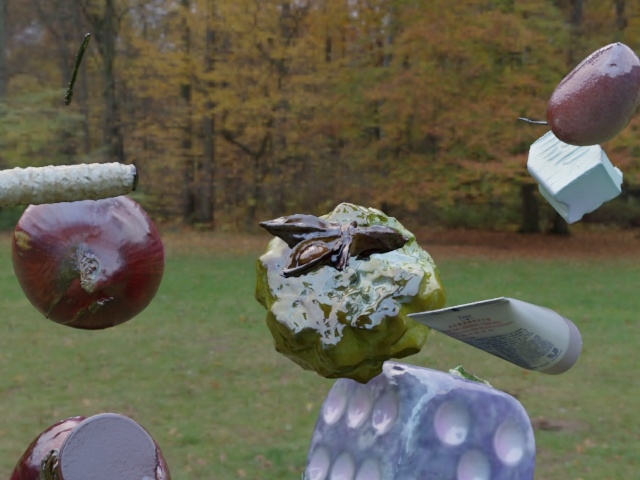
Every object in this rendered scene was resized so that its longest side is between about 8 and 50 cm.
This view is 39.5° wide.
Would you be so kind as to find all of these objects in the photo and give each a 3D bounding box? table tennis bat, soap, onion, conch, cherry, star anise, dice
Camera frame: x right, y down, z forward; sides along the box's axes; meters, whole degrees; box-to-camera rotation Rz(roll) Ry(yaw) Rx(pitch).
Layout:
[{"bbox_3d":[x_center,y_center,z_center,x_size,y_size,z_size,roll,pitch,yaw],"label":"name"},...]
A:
[{"bbox_3d":[-0.195,0.242,0.917,0.155,0.098,0.019,34,-26,-4],"label":"table tennis bat"},{"bbox_3d":[0.486,-0.143,1.729,0.145,0.091,0.230,-33,26,8],"label":"soap"},{"bbox_3d":[-0.365,0.026,1.423,0.248,0.247,0.161,-1,-9,-35],"label":"onion"},{"bbox_3d":[0.304,0.300,1.864,0.121,0.074,0.089,12,43,8],"label":"conch"},{"bbox_3d":[0.300,-0.151,0.976,0.106,0.087,0.126,-38,-5,-24],"label":"cherry"},{"bbox_3d":[0.000,-0.004,1.122,0.157,0.053,0.212,24,30,27],"label":"star anise"},{"bbox_3d":[0.155,0.350,1.413,0.271,0.270,0.270,23,-16,-27],"label":"dice"},{"bbox_3d":[-0.491,0.507,1.826,0.348,0.347,0.385,1,-28,6],"label":"onion"}]

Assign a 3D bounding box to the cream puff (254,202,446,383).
[{"bbox_3d":[0.044,0.084,1.300,0.282,0.281,0.185,1,-33,15],"label":"cream puff"}]

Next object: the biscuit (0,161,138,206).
[{"bbox_3d":[-0.367,-0.079,1.247,0.219,0.055,0.061,-6,15,-26],"label":"biscuit"}]

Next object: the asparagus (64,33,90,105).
[{"bbox_3d":[-0.426,-0.296,1.555,0.016,0.013,0.166,21,-47,-14],"label":"asparagus"}]

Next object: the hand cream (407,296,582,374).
[{"bbox_3d":[0.230,0.109,1.114,0.133,0.083,0.248,-17,-27,37],"label":"hand cream"}]
